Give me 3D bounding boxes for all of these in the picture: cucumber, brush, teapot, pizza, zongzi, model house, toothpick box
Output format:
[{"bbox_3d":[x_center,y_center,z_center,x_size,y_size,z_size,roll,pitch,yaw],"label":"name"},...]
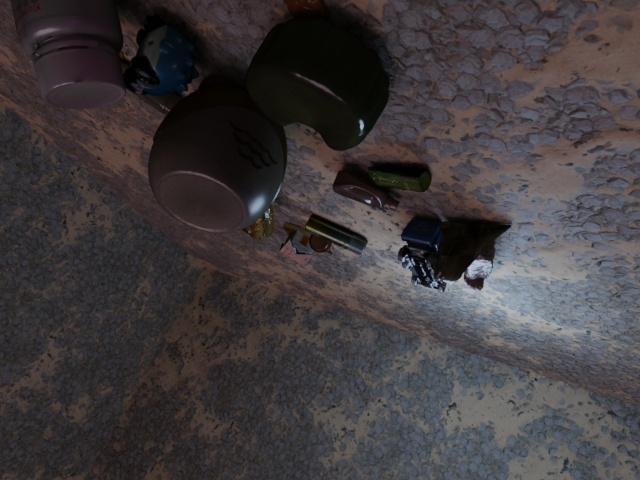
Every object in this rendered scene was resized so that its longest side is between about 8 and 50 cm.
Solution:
[{"bbox_3d":[0.250,-0.210,1.511,0.211,0.062,0.078,18,146,43],"label":"cucumber"},{"bbox_3d":[-0.718,-0.608,1.715,0.103,0.013,0.272,27,159,-5],"label":"brush"},{"bbox_3d":[0.000,0.000,2.268,0.173,0.116,0.116,52,161,6],"label":"teapot"},{"bbox_3d":[-0.390,-0.216,2.100,0.406,0.130,0.439,17,139,28],"label":"pizza"},{"bbox_3d":[0.511,0.045,1.593,0.242,0.220,0.112,4,166,41],"label":"zongzi"},{"bbox_3d":[-0.130,0.027,2.422,0.219,0.135,0.207,32,161,-17],"label":"model house"},{"bbox_3d":[-0.308,-0.268,1.480,0.409,0.425,0.408,10,146,7],"label":"toothpick box"}]

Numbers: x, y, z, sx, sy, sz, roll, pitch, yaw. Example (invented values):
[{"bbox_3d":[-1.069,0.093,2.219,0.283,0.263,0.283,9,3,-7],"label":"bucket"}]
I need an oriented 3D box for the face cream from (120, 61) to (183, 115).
[{"bbox_3d":[-0.639,-0.549,1.674,0.341,0.084,0.137,31,159,-8],"label":"face cream"}]

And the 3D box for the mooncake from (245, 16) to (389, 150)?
[{"bbox_3d":[-0.007,-0.387,1.165,0.351,0.187,0.351,27,168,6],"label":"mooncake"}]

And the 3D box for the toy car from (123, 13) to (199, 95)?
[{"bbox_3d":[-0.458,-0.518,1.385,0.190,0.188,0.255,19,170,-32],"label":"toy car"}]

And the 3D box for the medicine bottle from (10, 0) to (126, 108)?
[{"bbox_3d":[-0.668,-0.544,1.269,0.256,0.324,0.256,-11,-178,0],"label":"medicine bottle"}]

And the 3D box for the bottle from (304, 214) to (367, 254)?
[{"bbox_3d":[0.072,-0.023,2.135,0.286,0.082,0.082,25,160,3],"label":"bottle"}]

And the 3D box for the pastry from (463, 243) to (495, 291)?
[{"bbox_3d":[0.591,0.085,1.764,0.103,0.112,0.265,11,150,14],"label":"pastry"}]

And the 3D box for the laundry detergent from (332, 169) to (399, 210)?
[{"bbox_3d":[0.160,-0.167,1.638,0.237,0.076,0.171,23,178,7],"label":"laundry detergent"}]

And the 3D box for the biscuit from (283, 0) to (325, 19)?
[{"bbox_3d":[-0.040,-0.544,1.059,0.102,0.019,0.130,20,160,18],"label":"biscuit"}]

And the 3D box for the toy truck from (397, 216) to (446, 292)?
[{"bbox_3d":[0.411,0.060,1.806,0.146,0.175,0.367,15,158,30],"label":"toy truck"}]
